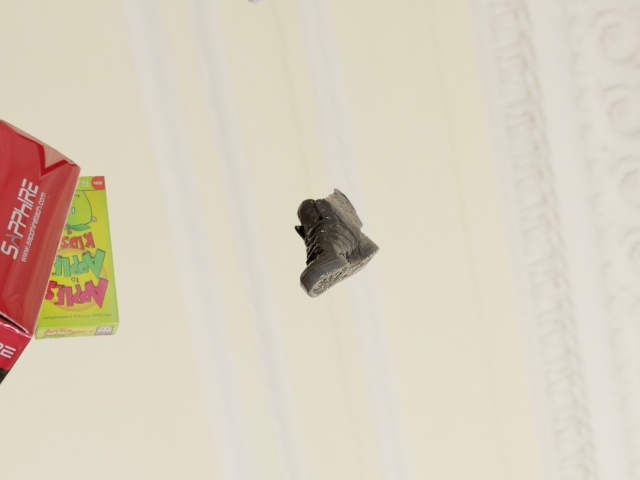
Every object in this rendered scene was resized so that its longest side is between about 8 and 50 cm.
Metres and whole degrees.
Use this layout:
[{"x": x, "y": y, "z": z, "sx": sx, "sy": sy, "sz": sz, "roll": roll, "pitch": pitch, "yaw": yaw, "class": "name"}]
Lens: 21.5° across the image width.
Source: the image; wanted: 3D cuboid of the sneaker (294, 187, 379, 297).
[{"x": 0.002, "y": -0.002, "z": 1.678, "sx": 0.089, "sy": 0.170, "sz": 0.051, "roll": 48, "pitch": -63, "yaw": 9, "class": "sneaker"}]

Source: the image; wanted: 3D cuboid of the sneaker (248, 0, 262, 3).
[{"x": -0.055, "y": -0.353, "z": 1.621, "sx": 0.145, "sy": 0.270, "sz": 0.090, "roll": 30, "pitch": -25, "yaw": -15, "class": "sneaker"}]

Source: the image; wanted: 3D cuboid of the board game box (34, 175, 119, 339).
[{"x": -0.284, "y": 0.018, "z": 1.917, "sx": 0.043, "sy": 0.092, "sz": 0.181, "roll": 123, "pitch": -38, "yaw": -64, "class": "board game box"}]

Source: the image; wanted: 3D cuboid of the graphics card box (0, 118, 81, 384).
[{"x": -0.322, "y": 0.108, "z": 1.323, "sx": 0.371, "sy": 0.094, "sz": 0.233, "roll": -52, "pitch": -161, "yaw": 28, "class": "graphics card box"}]
